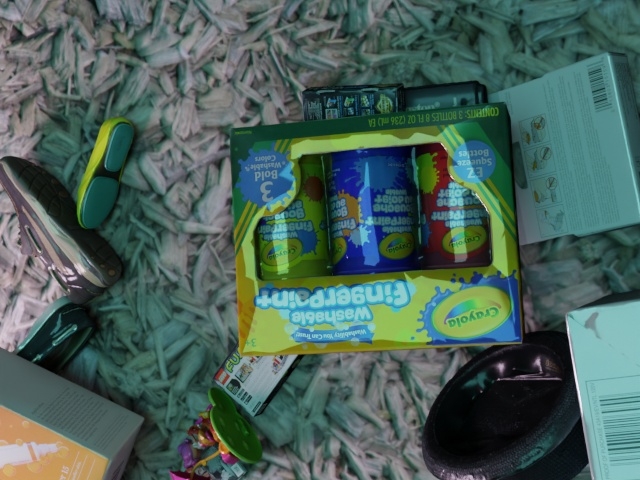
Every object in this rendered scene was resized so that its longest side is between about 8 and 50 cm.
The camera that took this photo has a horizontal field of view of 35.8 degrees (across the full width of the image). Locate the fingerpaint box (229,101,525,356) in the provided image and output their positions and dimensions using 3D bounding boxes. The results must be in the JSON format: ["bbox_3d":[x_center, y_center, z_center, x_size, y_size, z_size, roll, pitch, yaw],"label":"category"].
[{"bbox_3d":[0.091,-0.009,1.586,0.445,0.163,0.370,-3,86,13],"label":"fingerpaint box"}]

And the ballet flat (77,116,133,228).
[{"bbox_3d":[-0.434,-0.137,1.962,0.077,0.077,0.230,25,96,42],"label":"ballet flat"}]

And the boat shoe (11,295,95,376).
[{"bbox_3d":[-0.565,0.251,1.981,0.091,0.114,0.302,42,105,23],"label":"boat shoe"}]

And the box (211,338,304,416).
[{"bbox_3d":[-0.100,0.211,1.833,0.114,0.036,0.207,40,104,18],"label":"box"}]

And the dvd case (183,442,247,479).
[{"bbox_3d":[-0.205,0.446,1.886,0.087,0.013,0.119,47,106,16],"label":"dvd case"}]

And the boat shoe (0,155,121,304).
[{"bbox_3d":[-0.549,-0.018,1.969,0.130,0.132,0.355,-45,73,15],"label":"boat shoe"}]

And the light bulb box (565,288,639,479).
[{"bbox_3d":[0.515,0.243,1.407,0.225,0.361,0.357,-10,86,23],"label":"light bulb box"}]

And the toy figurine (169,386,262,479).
[{"bbox_3d":[-0.216,0.386,1.833,0.159,0.130,0.173,-42,53,14],"label":"toy figurine"}]

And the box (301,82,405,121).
[{"bbox_3d":[0.063,-0.160,1.730,0.175,0.051,0.220,0,106,21],"label":"box"}]

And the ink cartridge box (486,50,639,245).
[{"bbox_3d":[0.408,-0.141,1.620,0.239,0.060,0.275,-15,84,46],"label":"ink cartridge box"}]

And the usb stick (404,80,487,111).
[{"bbox_3d":[0.152,-0.230,1.730,0.278,0.045,0.077,-3,90,22],"label":"usb stick"}]

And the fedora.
[{"bbox_3d":[0.320,0.296,1.563,0.334,0.334,0.152,-39,108,17],"label":"fedora"}]

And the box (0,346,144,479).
[{"bbox_3d":[-0.547,0.381,1.878,0.345,0.168,0.215,25,111,4],"label":"box"}]
